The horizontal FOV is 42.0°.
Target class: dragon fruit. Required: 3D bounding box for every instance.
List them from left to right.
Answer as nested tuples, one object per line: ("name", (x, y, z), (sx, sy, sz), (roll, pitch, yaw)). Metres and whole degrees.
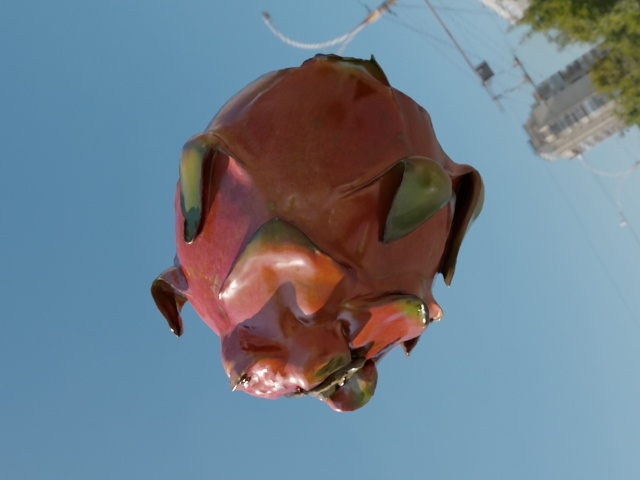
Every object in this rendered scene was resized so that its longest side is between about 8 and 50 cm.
("dragon fruit", (0.001, -0.005, 0.584), (0.224, 0.224, 0.227), (9, -88, -55))
